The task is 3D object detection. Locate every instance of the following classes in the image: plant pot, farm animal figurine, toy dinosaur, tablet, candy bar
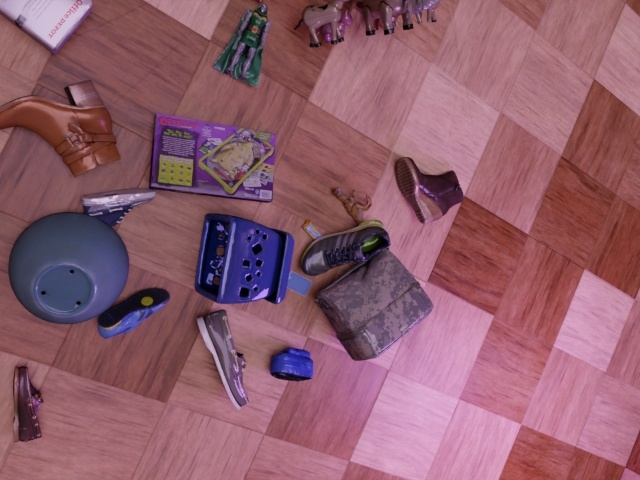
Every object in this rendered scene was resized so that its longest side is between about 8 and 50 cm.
[{"bbox_3d":[-0.627,0.091,1.399,0.290,0.195,0.290,-5,107,-18],"label":"plant pot"},{"bbox_3d":[-0.209,0.056,1.584,0.212,0.236,0.235,10,91,-29],"label":"plant pot"},{"bbox_3d":[0.133,-0.677,1.610,0.330,0.327,0.172,-30,120,-36],"label":"farm animal figurine"},{"bbox_3d":[0.116,-0.094,1.807,0.112,0.064,0.211,-30,106,10],"label":"toy dinosaur"},{"bbox_3d":[-0.071,0.136,1.769,0.083,0.006,0.054,29,84,-24],"label":"tablet"},{"bbox_3d":[0.000,0.000,1.779,0.040,0.018,0.161,-46,111,-13],"label":"candy bar"}]

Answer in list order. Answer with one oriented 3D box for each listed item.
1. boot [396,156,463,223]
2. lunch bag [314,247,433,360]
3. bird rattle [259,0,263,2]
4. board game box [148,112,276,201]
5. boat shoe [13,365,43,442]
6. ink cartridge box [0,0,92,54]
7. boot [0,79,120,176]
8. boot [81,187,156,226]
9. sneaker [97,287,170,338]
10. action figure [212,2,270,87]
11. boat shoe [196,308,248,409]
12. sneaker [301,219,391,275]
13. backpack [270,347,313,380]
[{"bbox_3d":[0.372,-0.197,1.898,0.207,0.090,0.248,-32,106,-30],"label":"boot"},{"bbox_3d":[0.163,0.192,1.766,0.305,0.212,0.256,-34,91,-19],"label":"lunch bag"},{"bbox_3d":[-0.235,-0.781,1.545,0.254,0.143,0.206,-13,84,-24],"label":"bird rattle"},{"bbox_3d":[-0.299,-0.228,1.594,0.347,0.056,0.208,6,87,-23],"label":"board game box"},{"bbox_3d":[-0.764,0.424,1.470,0.073,0.073,0.207,-1,103,-25],"label":"boat shoe"},{"bbox_3d":[-0.700,-0.592,1.378,0.219,0.092,0.160,38,81,-22],"label":"ink cartridge box"},{"bbox_3d":[-0.671,-0.265,1.431,0.283,0.109,0.220,-25,109,-26],"label":"boot"},{"bbox_3d":[-0.540,-0.088,1.522,0.190,0.069,0.086,-9,112,-20],"label":"boot"},{"bbox_3d":[-0.517,0.204,1.563,0.209,0.069,0.082,-29,148,-30],"label":"sneaker"},{"bbox_3d":[-0.202,-0.576,1.613,0.137,0.063,0.232,22,83,-20],"label":"action figure"},{"bbox_3d":[-0.268,0.350,1.651,0.091,0.109,0.305,-23,100,-14],"label":"boat shoe"},{"bbox_3d":[0.080,0.027,1.732,0.300,0.121,0.111,-26,110,-7],"label":"sneaker"},{"bbox_3d":[-0.095,0.384,1.738,0.120,0.098,0.101,12,62,-24],"label":"backpack"}]
